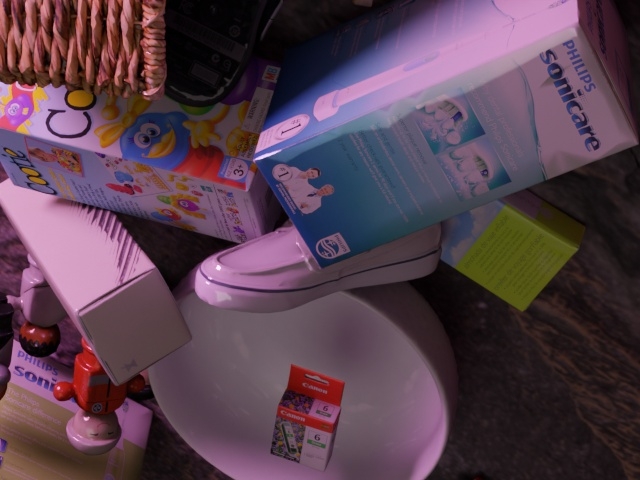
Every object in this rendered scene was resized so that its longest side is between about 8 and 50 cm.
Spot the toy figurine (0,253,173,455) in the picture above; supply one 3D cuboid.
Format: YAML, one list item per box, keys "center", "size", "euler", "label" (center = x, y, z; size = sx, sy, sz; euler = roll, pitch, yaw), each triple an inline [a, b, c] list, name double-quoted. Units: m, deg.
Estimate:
- center: [-0.280, 0.123, 1.764]
  size: [0.210, 0.213, 0.148]
  euler: [16, 118, 10]
  label: "toy figurine"

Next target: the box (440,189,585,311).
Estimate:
- center: [0.159, -0.016, 1.579]
  size: [0.178, 0.042, 0.109]
  euler: [32, 131, -3]
  label: "box"

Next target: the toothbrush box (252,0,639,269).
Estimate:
- center: [0.110, -0.127, 1.357]
  size: [0.295, 0.216, 0.126]
  euler: [-23, 117, 20]
  label: "toothbrush box"

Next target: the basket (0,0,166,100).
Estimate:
- center: [-0.199, -0.290, 1.383]
  size: [0.223, 0.213, 0.299]
  euler: [7, 111, 17]
  label: "basket"

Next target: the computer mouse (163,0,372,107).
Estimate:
- center: [-0.040, -0.232, 1.440]
  size: [0.184, 0.060, 0.262]
  euler: [22, 103, 8]
  label: "computer mouse"

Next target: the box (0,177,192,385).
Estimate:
- center: [-0.239, 0.021, 1.630]
  size: [0.275, 0.094, 0.113]
  euler: [46, 164, 48]
  label: "box"

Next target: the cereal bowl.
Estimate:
- center: [-0.007, 0.124, 1.698]
  size: [0.339, 0.141, 0.339]
  euler: [12, 131, 14]
  label: "cereal bowl"

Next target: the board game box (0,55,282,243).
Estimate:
- center: [-0.167, -0.111, 1.545]
  size: [0.275, 0.142, 0.144]
  euler: [15, 158, 11]
  label: "board game box"

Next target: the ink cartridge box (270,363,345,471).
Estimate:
- center: [-0.014, 0.184, 1.635]
  size: [0.063, 0.029, 0.115]
  euler: [18, 132, 9]
  label: "ink cartridge box"

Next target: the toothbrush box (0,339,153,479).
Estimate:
- center: [-0.331, 0.293, 1.848]
  size: [0.206, 0.283, 0.122]
  euler: [30, 135, -25]
  label: "toothbrush box"

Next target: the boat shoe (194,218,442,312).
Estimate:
- center: [0.000, 0.000, 1.505]
  size: [0.095, 0.258, 0.084]
  euler: [41, 135, 47]
  label: "boat shoe"

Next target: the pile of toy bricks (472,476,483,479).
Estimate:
- center: [0.148, 0.375, 1.875]
  size: [0.105, 0.118, 0.212]
  euler: [20, 132, -39]
  label: "pile of toy bricks"
